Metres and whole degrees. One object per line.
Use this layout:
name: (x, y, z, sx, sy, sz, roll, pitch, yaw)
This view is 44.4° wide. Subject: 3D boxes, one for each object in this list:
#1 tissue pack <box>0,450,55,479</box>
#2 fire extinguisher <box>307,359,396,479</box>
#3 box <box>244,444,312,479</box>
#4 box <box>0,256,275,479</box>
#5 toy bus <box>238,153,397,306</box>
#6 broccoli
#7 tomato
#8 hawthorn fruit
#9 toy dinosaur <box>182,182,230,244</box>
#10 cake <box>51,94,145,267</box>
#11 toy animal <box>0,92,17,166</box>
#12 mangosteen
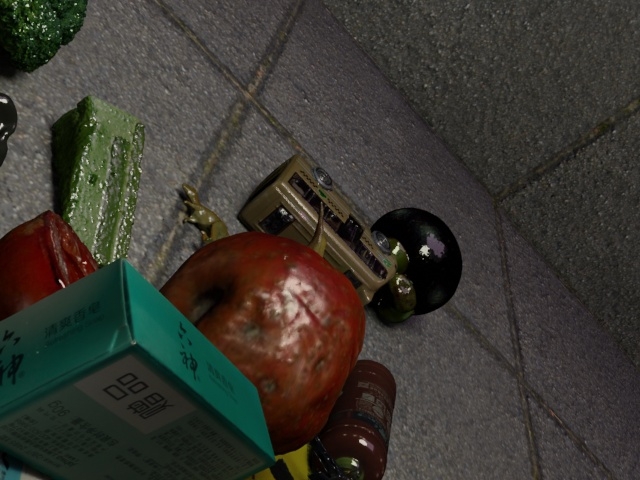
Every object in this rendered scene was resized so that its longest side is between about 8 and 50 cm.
tissue pack: (-0.304, 0.214, 0.575, 0.201, 0.124, 0.271, 41, 17, -30)
fire extinguisher: (0.039, 0.269, 1.114, 0.138, 0.102, 0.344, 58, 16, -7)
box: (-0.114, 0.268, 0.977, 0.279, 0.041, 0.153, 39, 27, -30)
box: (-0.161, 0.142, 0.673, 0.245, 0.153, 0.092, 57, 8, -48)
toy bus: (0.000, 0.000, 1.404, 0.289, 0.139, 0.157, 48, 29, -11)
broccoli: (-0.425, -0.361, 1.057, 0.241, 0.261, 0.269, -21, 68, -24)
tomato: (-0.284, 0.086, 0.800, 0.233, 0.139, 0.201, 93, -26, -72)
hawthorn fruit: (-0.072, 0.116, 0.909, 0.261, 0.258, 0.258, -25, 78, -28)
toy dinosaur: (-0.160, -0.016, 1.261, 0.162, 0.039, 0.126, 31, 32, -43)
cake: (-0.289, -0.078, 1.044, 0.100, 0.099, 0.235, 25, 38, -43)
toy animal: (-0.426, -0.159, 0.884, 0.146, 0.114, 0.245, 30, 34, -40)
mangosteen: (0.172, 0.049, 1.575, 0.243, 0.243, 0.243, 40, 28, -27)
